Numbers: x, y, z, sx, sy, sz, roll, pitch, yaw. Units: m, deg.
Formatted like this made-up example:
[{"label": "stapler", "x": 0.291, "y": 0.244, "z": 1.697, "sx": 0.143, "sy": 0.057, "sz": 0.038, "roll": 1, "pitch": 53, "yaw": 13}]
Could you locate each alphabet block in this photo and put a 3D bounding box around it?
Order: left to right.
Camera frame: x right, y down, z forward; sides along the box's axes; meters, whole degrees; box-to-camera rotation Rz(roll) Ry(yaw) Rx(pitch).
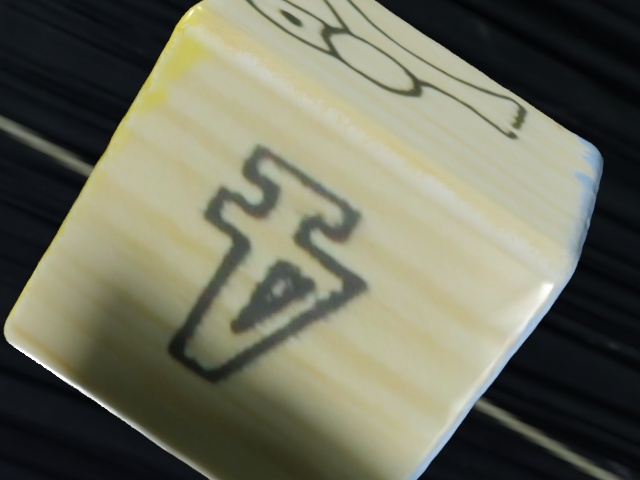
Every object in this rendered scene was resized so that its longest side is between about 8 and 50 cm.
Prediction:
[{"label": "alphabet block", "x": 0.000, "y": 0.000, "z": 0.727, "sx": 0.193, "sy": 0.197, "sz": 0.192, "roll": -56, "pitch": -2, "yaw": 22}]
